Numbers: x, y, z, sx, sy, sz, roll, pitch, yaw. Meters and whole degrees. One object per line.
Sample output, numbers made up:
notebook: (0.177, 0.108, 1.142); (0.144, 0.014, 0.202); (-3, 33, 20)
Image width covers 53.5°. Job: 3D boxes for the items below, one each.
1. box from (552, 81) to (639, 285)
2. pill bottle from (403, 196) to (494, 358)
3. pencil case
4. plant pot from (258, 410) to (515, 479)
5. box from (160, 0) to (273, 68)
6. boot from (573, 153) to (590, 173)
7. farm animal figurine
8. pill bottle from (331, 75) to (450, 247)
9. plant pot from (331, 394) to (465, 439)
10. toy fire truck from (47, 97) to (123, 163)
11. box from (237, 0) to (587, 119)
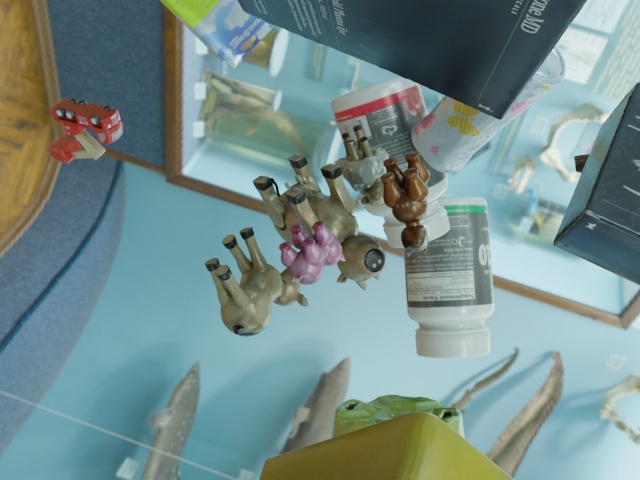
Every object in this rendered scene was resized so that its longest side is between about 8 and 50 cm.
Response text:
box: (0.404, -0.062, 0.778); (0.207, 0.153, 0.108); (-59, 170, -19)
pill bottle: (0.300, 0.085, 1.495); (0.204, 0.204, 0.361); (24, 63, -84)
pencil case: (0.265, -0.222, 1.031); (0.124, 0.113, 0.273); (-35, 174, -36)
plant pot: (0.053, 0.278, 0.446); (0.212, 0.212, 0.187); (-36, -161, 45)
box: (-0.182, -0.395, 1.088); (0.109, 0.178, 0.042); (-47, -158, -1)
boot: (0.581, -0.142, 1.296); (0.037, 0.106, 0.114); (-39, -175, -20)
farm animal figurine: (0.000, 0.000, 0.905); (0.172, 0.330, 0.327); (67, -6, -29)
pill bottle: (0.150, -0.154, 1.260); (0.176, 0.176, 0.318); (-55, 128, -70)
plant pot: (0.108, 0.362, 0.899); (0.276, 0.276, 0.254); (6, 84, -84)
toy fire truck: (-0.458, -0.204, 1.232); (0.047, 0.192, 0.135); (-55, 150, -40)
box: (0.070, -0.275, 0.521); (0.179, 0.312, 0.343); (-64, 174, 0)
